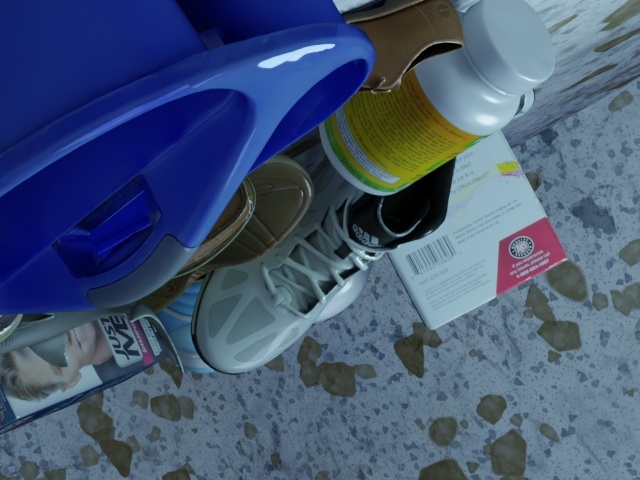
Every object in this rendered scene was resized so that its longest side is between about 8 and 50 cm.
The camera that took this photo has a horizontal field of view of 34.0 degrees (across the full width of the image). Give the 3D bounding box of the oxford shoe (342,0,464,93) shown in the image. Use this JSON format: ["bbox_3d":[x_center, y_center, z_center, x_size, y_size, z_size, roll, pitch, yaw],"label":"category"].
[{"bbox_3d":[0.031,-0.159,0.934,0.212,0.076,0.076,-25,177,-4],"label":"oxford shoe"}]

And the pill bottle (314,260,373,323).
[{"bbox_3d":[-0.034,0.022,1.657,0.229,0.229,0.407,-26,176,-5],"label":"pill bottle"}]

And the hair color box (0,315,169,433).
[{"bbox_3d":[-0.367,0.140,1.424,0.105,0.173,0.347,-30,175,25],"label":"hair color box"}]

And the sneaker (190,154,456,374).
[{"bbox_3d":[0.000,-0.001,1.313,0.447,0.169,0.257,-49,-172,-1],"label":"sneaker"}]

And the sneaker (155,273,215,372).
[{"bbox_3d":[-0.249,0.060,1.630,0.319,0.208,0.127,19,-144,41],"label":"sneaker"}]

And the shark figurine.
[{"bbox_3d":[-0.298,0.109,1.248,0.278,0.116,0.166,-7,-152,4],"label":"shark figurine"}]

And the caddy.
[{"bbox_3d":[-0.127,-0.053,0.560,0.241,0.179,0.341,-21,173,-47],"label":"caddy"}]

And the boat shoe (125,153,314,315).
[{"bbox_3d":[-0.149,-0.025,1.327,0.341,0.121,0.110,-29,-150,28],"label":"boat shoe"}]

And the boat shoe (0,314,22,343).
[{"bbox_3d":[-0.411,0.079,0.929,0.355,0.132,0.130,-34,172,-44],"label":"boat shoe"}]

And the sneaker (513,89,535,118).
[{"bbox_3d":[0.252,-0.199,1.785,0.106,0.078,0.234,-19,167,-44],"label":"sneaker"}]

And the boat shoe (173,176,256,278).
[{"bbox_3d":[-0.210,0.003,1.153,0.307,0.110,0.104,-26,177,-7],"label":"boat shoe"}]

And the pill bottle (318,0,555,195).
[{"bbox_3d":[0.121,-0.154,1.097,0.136,0.136,0.246,-23,174,-44],"label":"pill bottle"}]

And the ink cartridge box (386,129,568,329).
[{"bbox_3d":[0.183,-0.055,1.518,0.226,0.306,0.131,-27,176,2],"label":"ink cartridge box"}]
